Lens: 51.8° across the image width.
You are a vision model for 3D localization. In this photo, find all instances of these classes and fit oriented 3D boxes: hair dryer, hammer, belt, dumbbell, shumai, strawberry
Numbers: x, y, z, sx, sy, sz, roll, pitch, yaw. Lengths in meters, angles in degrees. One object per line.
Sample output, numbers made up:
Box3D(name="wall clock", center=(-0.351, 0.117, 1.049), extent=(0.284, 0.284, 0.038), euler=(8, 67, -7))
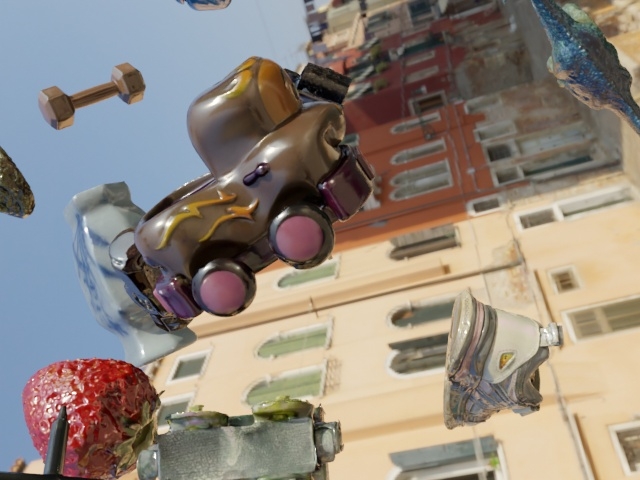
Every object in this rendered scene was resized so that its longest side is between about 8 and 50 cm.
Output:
Box3D(name="hair dryer", center=(-0.441, 0.336, 1.051), extent=(0.173, 0.050, 0.195), euler=(23, -158, -39))
Box3D(name="hammer", center=(-0.239, -0.022, 1.358), extent=(0.409, 0.095, 0.242), euler=(-52, -34, -28))
Box3D(name="belt", center=(-0.029, -0.236, 1.229), extent=(0.218, 0.128, 0.122), euler=(114, 174, -57))
Box3D(name="dumbbell", center=(-0.502, -0.321, 1.460), extent=(0.231, 0.082, 0.092), euler=(-30, -67, -29))
Box3D(name="shumai", center=(-0.483, -0.076, 0.961), extent=(0.087, 0.099, 0.124), euler=(-39, -79, -32))
Box3D(name="strawberry", center=(-0.461, 0.347, 1.293), extent=(0.257, 0.276, 0.257), euler=(15, -90, -72))

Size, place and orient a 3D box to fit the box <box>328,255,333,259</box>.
Box3D(name="box", center=(0.000, 0.000, 1.406), extent=(0.083, 0.012, 0.046), euler=(68, -167, 22))

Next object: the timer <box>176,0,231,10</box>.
Box3D(name="timer", center=(-0.204, -0.544, 1.053), extent=(0.340, 0.115, 0.309), euler=(-103, 9, -58))

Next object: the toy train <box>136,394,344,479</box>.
Box3D(name="toy train", center=(-0.097, 0.286, 0.869), extent=(0.177, 0.260, 0.134), euler=(81, -177, -66))

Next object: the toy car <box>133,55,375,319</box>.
Box3D(name="toy car", center=(-0.111, -0.072, 0.864), extent=(0.240, 0.340, 0.271), euler=(53, -172, -15))

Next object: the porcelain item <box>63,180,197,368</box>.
Box3D(name="porcelain item", center=(-0.436, 0.081, 1.503), extent=(0.178, 0.242, 0.405), euler=(-21, -94, -36))

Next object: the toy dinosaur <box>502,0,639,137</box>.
Box3D(name="toy dinosaur", center=(0.327, -0.221, 0.808), extent=(0.363, 0.076, 0.147), euler=(43, -159, -16))

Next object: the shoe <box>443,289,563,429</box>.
Box3D(name="shoe", center=(0.162, 0.116, 0.608), extent=(0.180, 0.092, 0.089), euler=(82, -163, -50))
